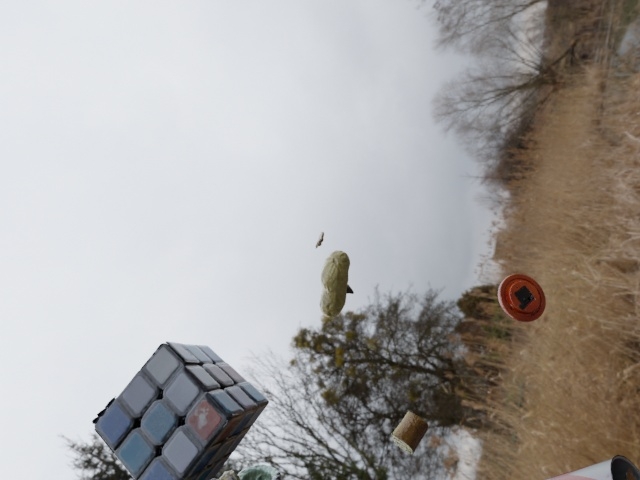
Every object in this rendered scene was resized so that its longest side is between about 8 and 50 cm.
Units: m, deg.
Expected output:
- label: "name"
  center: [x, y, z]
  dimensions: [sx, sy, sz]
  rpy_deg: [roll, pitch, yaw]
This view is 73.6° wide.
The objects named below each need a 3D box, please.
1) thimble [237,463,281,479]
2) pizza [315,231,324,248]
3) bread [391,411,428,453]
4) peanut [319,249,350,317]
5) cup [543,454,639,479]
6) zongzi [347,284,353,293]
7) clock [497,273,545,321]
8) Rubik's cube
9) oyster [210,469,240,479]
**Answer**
- label: "thimble"
  center: [-0.293, 1.146, 1.949]
  dimensions: [0.237, 0.237, 0.150]
  rpy_deg: [-5, -86, -62]
- label: "pizza"
  center: [0.007, -0.014, 2.410]
  dimensions: [0.100, 0.029, 0.099]
  rpy_deg: [-56, 12, 50]
- label: "bread"
  center: [0.462, 0.987, 2.197]
  dimensions: [0.172, 0.131, 0.103]
  rpy_deg: [-38, -42, -36]
- label: "peanut"
  center: [0.059, 0.202, 1.979]
  dimensions: [0.147, 0.147, 0.319]
  rpy_deg: [-1, -78, -63]
- label: "cup"
  center: [0.896, 0.843, 1.412]
  dimensions: [0.288, 0.203, 0.203]
  rpy_deg: [-48, 2, 45]
- label: "zongzi"
  center: [0.117, 0.240, 2.131]
  dimensions: [0.083, 0.067, 0.074]
  rpy_deg: [-19, -37, -14]
- label: "clock"
  center: [0.847, 0.240, 1.796]
  dimensions: [0.051, 0.205, 0.205]
  rpy_deg: [111, 180, -68]
- label: "Rubik's cube"
  center: [-0.444, 0.588, 1.432]
  dimensions: [0.362, 0.358, 0.363]
  rpy_deg: [-53, -21, -6]
- label: "oyster"
  center: [-0.470, 0.991, 1.603]
  dimensions: [0.115, 0.350, 0.238]
  rpy_deg: [96, 178, -50]
